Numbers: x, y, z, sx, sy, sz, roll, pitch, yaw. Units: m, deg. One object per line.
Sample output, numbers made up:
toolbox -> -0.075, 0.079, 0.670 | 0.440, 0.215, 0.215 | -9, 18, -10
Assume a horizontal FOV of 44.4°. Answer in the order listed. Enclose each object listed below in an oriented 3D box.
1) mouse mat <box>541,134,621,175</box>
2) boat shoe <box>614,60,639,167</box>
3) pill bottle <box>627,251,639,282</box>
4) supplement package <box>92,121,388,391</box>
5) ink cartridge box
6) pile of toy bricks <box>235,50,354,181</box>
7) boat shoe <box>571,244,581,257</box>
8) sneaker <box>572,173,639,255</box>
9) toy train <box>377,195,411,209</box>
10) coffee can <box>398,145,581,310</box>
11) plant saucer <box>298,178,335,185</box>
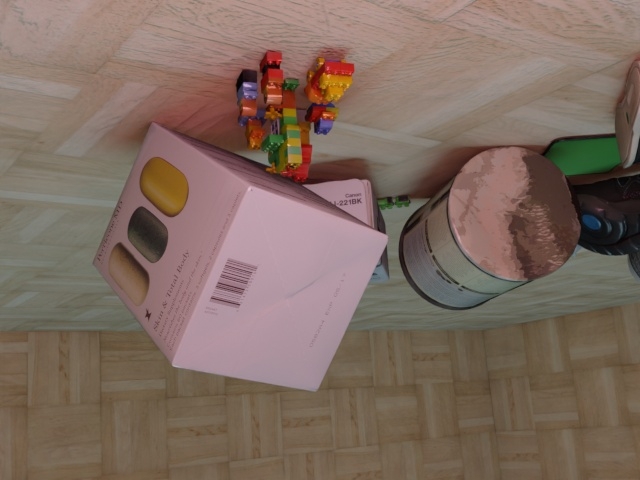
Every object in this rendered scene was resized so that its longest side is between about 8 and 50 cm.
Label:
mouse mat -> 0.408, -0.129, 1.209 | 0.152, 0.007, 0.190 | -4, 169, -2
boat shoe -> 0.405, -0.147, 0.952 | 0.079, 0.084, 0.233 | -6, 164, 10
pill bottle -> 0.718, 0.012, 1.559 | 0.176, 0.176, 0.318 | -6, 167, 6
supplement package -> -0.103, 0.014, 0.910 | 0.198, 0.199, 0.262 | 19, -170, -38
ink cartridge box -> 0.000, 0.000, 1.254 | 0.197, 0.114, 0.273 | -6, 166, 8
pile of toy bricks -> -0.037, -0.118, 0.867 | 0.118, 0.105, 0.212 | 0, 167, -19
boat shoe -> 0.517, 0.006, 1.688 | 0.083, 0.076, 0.226 | -16, 163, 42
sneaker -> 0.529, -0.056, 1.291 | 0.340, 0.140, 0.125 | 10, 143, 51
toy train -> 0.116, -0.065, 1.364 | 0.083, 0.017, 0.024 | -7, 157, 9
coffee can -> 0.256, -0.008, 1.242 | 0.201, 0.202, 0.275 | -2, 167, -10
plant saucer -> -0.022, -0.067, 1.275 | 0.168, 0.029, 0.168 | -4, 166, -1
